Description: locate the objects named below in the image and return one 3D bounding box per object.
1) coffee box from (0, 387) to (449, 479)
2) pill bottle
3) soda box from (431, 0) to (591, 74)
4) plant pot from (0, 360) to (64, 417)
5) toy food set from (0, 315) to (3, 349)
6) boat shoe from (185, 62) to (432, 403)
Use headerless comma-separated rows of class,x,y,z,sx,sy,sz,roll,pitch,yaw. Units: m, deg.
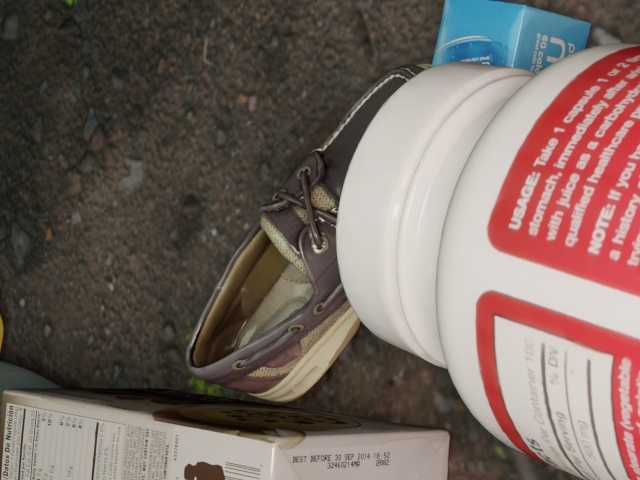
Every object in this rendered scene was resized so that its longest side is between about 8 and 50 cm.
coffee box,-0.077,0.175,1.051,0.297,0.168,0.119,2,88,45
pill bottle,0.208,0.027,0.740,0.407,0.229,0.229,19,100,44
soda box,0.104,-0.045,0.957,0.067,0.071,0.210,17,99,44
plant pot,-0.346,0.214,1.250,0.252,0.248,0.247,31,108,40
toy food set,-0.366,0.122,1.406,0.128,0.071,0.218,16,98,44
boat shoe,0.000,0.000,1.040,0.285,0.092,0.103,-55,52,26
